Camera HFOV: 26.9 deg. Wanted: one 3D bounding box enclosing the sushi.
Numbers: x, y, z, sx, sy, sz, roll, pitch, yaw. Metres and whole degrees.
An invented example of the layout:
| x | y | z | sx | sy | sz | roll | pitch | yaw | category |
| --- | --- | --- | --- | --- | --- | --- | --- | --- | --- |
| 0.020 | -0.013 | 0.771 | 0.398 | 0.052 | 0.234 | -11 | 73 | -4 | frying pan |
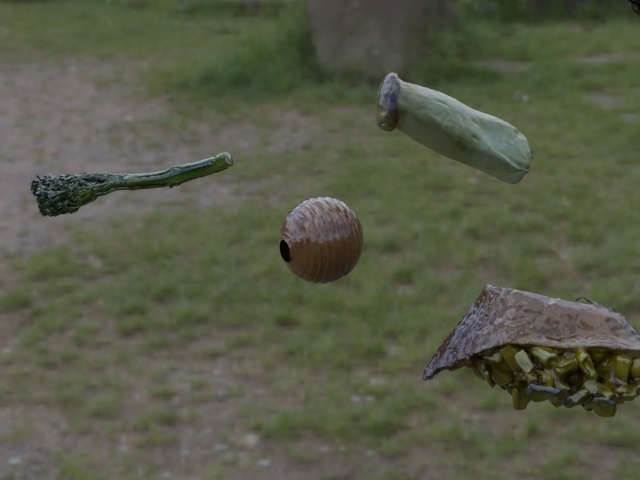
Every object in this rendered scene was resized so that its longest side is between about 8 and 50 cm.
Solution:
| x | y | z | sx | sy | sz | roll | pitch | yaw | category |
| --- | --- | --- | --- | --- | --- | --- | --- | --- | --- |
| 0.297 | 0.155 | 1.722 | 0.296 | 0.179 | 0.167 | 15 | -28 | -2 | sushi |

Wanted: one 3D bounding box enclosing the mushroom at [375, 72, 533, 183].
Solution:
| x | y | z | sx | sy | sz | roll | pitch | yaw | category |
| --- | --- | --- | --- | --- | --- | --- | --- | --- | --- |
| 0.213 | -0.178 | 2.119 | 0.312 | 0.100 | 0.081 | 20 | -26 | -33 | mushroom |

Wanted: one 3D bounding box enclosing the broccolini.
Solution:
| x | y | z | sx | sy | sz | roll | pitch | yaw | category |
| --- | --- | --- | --- | --- | --- | --- | --- | --- | --- |
| -0.210 | -0.065 | 1.477 | 0.239 | 0.051 | 0.054 | -8 | -18 | 15 | broccolini |

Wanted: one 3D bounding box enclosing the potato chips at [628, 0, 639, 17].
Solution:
| x | y | z | sx | sy | sz | roll | pitch | yaw | category |
| --- | --- | --- | --- | --- | --- | --- | --- | --- | --- |
| 0.371 | -0.293 | 1.423 | 0.220 | 0.202 | 0.029 | 12 | -24 | -41 | potato chips |

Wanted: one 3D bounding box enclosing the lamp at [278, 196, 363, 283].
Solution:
| x | y | z | sx | sy | sz | roll | pitch | yaw | category |
| --- | --- | --- | --- | --- | --- | --- | --- | --- | --- |
| 0.000 | 0.000 | 2.045 | 0.136 | 0.136 | 0.136 | -1 | 12 | 0 | lamp |
